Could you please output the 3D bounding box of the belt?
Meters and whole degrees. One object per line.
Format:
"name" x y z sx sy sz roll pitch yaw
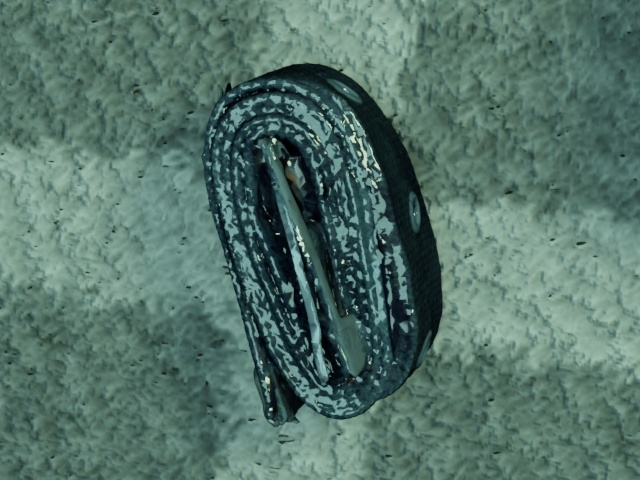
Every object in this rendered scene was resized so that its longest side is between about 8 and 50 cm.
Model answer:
"belt" 0.000 0.000 1.163 0.122 0.128 0.218 -15 95 15
